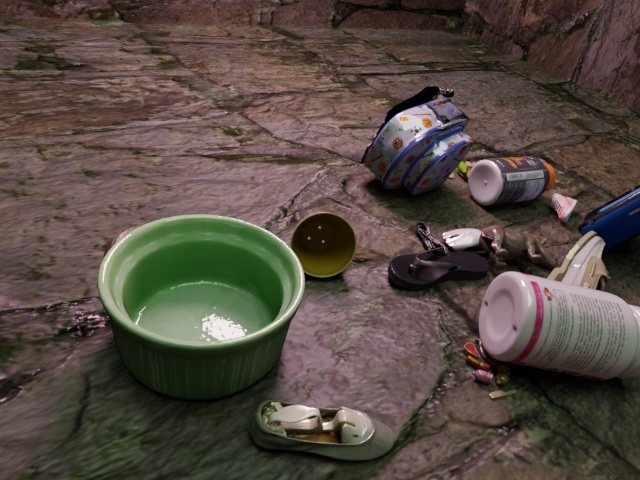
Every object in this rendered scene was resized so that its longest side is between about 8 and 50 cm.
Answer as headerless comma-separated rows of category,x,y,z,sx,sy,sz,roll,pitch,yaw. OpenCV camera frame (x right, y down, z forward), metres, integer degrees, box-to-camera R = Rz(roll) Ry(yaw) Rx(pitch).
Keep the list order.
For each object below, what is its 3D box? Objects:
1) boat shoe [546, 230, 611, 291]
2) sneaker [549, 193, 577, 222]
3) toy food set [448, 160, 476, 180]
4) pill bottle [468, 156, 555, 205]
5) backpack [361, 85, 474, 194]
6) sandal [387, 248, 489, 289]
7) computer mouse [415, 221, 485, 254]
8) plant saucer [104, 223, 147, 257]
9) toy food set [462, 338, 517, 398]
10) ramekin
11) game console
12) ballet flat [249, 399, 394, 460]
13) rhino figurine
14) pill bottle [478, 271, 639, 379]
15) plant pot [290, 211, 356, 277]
boat shoe,0.573,0.086,1.071,0.103,0.113,0.302,35,52,26
sneaker,0.689,-0.095,1.395,0.070,0.050,0.134,28,35,22
toy food set,0.485,-0.215,1.503,0.192,0.038,0.132,13,36,0
pill bottle,0.558,-0.174,1.393,0.246,0.130,0.130,-8,41,-27
backpack,0.256,-0.245,1.315,0.264,0.276,0.213,-18,59,-31
sandal,0.258,0.048,1.063,0.255,0.054,0.097,-7,40,-25
computer mouse,0.334,-0.006,1.171,0.193,0.042,0.106,0,37,-16
plant saucer,-0.334,0.016,0.952,0.169,0.029,0.168,9,36,-6
toy food set,0.297,0.223,0.868,0.078,0.019,0.122,-4,39,-22
ramekin,-0.185,0.102,0.777,0.304,0.148,0.303,8,36,-6
game console,0.798,-0.116,1.223,0.250,0.293,0.173,25,40,-39
ballet flat,0.009,0.264,0.683,0.214,0.068,0.072,7,36,-8
rhino figurine,0.477,0.021,1.145,0.244,0.073,0.106,10,42,-25
pill bottle,0.451,0.160,0.873,0.284,0.160,0.160,12,36,-8
plant pot,0.000,0.000,1.008,0.135,0.134,0.095,6,12,-10
